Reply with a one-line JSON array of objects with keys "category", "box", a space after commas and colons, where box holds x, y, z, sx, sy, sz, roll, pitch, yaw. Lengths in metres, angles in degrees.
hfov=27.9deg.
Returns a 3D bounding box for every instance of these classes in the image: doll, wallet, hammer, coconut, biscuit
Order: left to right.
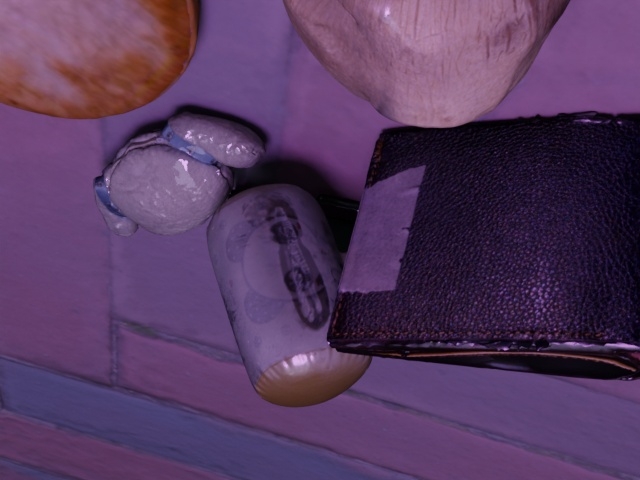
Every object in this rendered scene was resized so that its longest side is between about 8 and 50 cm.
[{"category": "biscuit", "box": [-0.201, -0.192, 1.059, 0.205, 0.040, 0.309, 27, 145, -14]}, {"category": "doll", "box": [-0.140, -0.056, 1.194, 0.103, 0.071, 0.214, 36, 138, -27]}, {"category": "hammer", "box": [0.065, 0.020, 1.125, 0.306, 0.201, 0.113, -15, 154, -8]}, {"category": "coconut", "box": [0.066, -0.186, 0.809, 0.224, 0.224, 0.224, 11, 145, 8]}, {"category": "wallet", "box": [0.151, 0.004, 1.027, 0.262, 0.220, 0.071, 2, 148, 20]}]

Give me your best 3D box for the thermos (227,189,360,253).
[{"category": "thermos", "box": [-0.001, 0.004, 1.230, 0.188, 0.083, 0.073, 14, 167, 2]}]
